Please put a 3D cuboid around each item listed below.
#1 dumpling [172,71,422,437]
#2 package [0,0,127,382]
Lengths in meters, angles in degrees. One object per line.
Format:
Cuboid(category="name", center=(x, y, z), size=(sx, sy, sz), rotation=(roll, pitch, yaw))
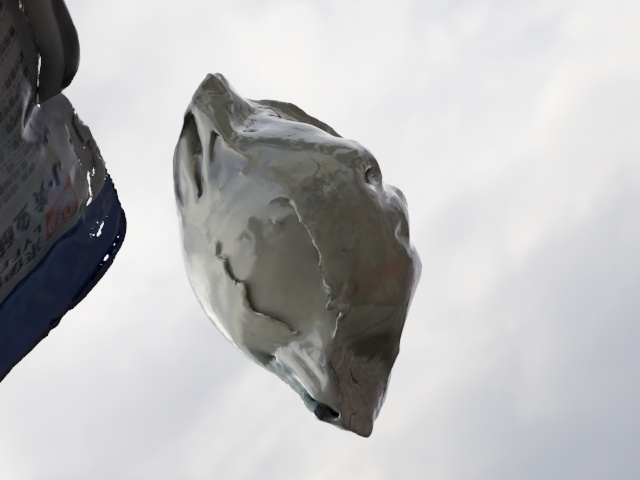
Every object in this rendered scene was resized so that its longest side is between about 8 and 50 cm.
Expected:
Cuboid(category="dumpling", center=(0.000, 0.000, 0.777), size=(0.108, 0.188, 0.127), rotation=(-29, -3, 37))
Cuboid(category="package", center=(-0.116, 0.001, 0.395), size=(0.171, 0.027, 0.173), rotation=(-51, -28, -29))
